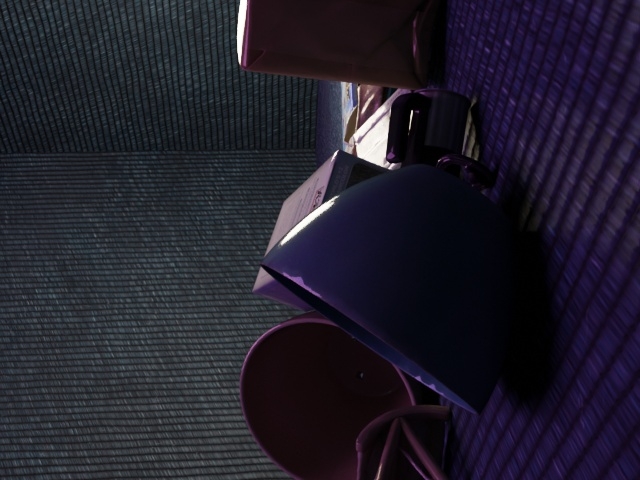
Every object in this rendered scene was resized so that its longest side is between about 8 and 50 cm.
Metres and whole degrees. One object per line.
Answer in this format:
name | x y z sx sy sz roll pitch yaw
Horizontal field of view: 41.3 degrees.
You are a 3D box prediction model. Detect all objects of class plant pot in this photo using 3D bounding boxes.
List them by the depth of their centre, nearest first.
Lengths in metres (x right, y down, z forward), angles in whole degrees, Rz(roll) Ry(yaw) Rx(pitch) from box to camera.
plant pot | 0.105 0.031 0.948 0.195 0.290 0.290 -55 0 -7

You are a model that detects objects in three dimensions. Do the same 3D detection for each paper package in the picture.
paper package | 0.019 -0.356 1.408 0.325 0.310 0.168 -110 26 -76

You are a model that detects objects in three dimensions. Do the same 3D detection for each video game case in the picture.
video game case | 0.094 -0.340 2.215 0.244 0.061 0.269 116 152 -80

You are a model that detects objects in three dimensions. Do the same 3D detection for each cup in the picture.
cup | 0.051 0.255 1.550 0.237 0.331 0.331 -37 -50 -62

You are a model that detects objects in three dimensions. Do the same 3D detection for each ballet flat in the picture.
ballet flat | 0.088 -0.164 1.618 0.107 0.106 0.316 31 -112 -53

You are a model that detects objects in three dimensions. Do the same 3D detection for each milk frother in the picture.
milk frother | 0.166 -0.126 1.088 0.129 0.143 0.134 27 -110 -60

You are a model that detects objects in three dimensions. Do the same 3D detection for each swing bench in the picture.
swing bench | 0.125 0.423 1.267 0.254 0.165 0.253 -97 7 -60

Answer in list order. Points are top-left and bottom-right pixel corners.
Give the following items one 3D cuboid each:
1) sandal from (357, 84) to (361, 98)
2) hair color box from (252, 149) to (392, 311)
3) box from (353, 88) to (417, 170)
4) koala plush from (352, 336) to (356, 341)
sandal | 0.101 -0.314 1.790 0.090 0.060 0.219 113 179 -66
hair color box | 0.000 0.000 1.368 0.374 0.114 0.185 147 143 -73
box | 0.124 -0.168 1.437 0.145 0.038 0.186 -45 29 27
koala plush | 0.073 0.187 1.930 0.221 0.196 0.203 -98 -4 -55
